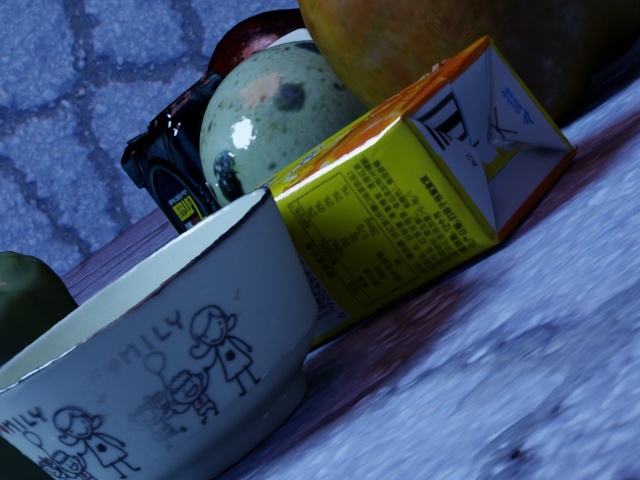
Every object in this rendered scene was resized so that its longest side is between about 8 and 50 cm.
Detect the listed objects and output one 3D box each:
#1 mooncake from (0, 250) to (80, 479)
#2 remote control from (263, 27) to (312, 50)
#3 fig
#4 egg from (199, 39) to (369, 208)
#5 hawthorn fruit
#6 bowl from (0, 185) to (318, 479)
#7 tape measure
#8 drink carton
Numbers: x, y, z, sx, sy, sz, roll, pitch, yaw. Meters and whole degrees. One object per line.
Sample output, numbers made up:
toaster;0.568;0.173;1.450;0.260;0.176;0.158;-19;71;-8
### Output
mooncake;-0.331;0.161;1.600;0.356;0.194;0.356;-37;7;5
remote control;0.000;-0.114;1.877;0.087;0.190;0.029;-36;-25;6
fig;0.002;-0.157;1.989;0.249;0.204;0.186;-33;-20;32
egg;0.000;-0.089;1.711;0.228;0.177;0.177;-23;-4;-43
hawthorn fruit;0.102;-0.220;1.555;0.268;0.301;0.268;-46;15;15
bowl;-0.093;0.080;1.252;0.237;0.126;0.238;-36;7;5
tape measure;-0.092;-0.054;1.884;0.112;0.186;0.199;-34;2;-20
drink carton;0.000;0.000;1.408;0.351;0.111;0.154;-32;8;39
